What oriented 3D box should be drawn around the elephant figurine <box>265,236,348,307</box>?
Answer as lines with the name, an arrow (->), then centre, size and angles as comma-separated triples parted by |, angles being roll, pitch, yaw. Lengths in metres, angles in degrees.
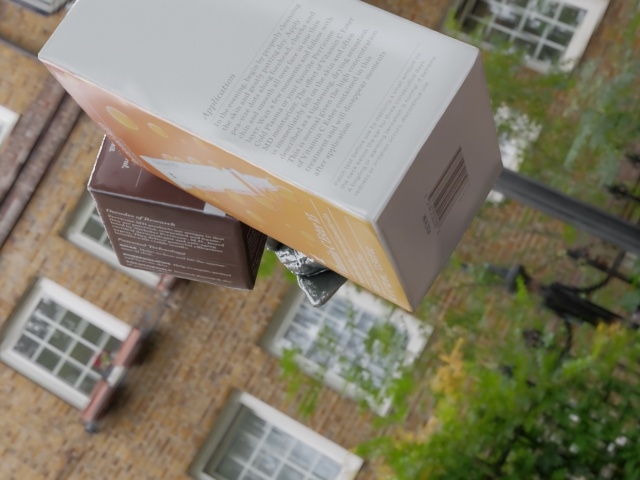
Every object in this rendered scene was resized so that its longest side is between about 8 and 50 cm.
elephant figurine -> 0.000, 0.000, 1.457 | 0.186, 0.169, 0.239 | 4, -31, -46

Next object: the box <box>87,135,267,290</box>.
box -> -0.143, -0.067, 1.273 | 0.203, 0.167, 0.168 | 88, -165, -65

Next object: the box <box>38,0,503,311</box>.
box -> -0.035, -0.113, 0.999 | 0.168, 0.345, 0.215 | -57, -24, -12
